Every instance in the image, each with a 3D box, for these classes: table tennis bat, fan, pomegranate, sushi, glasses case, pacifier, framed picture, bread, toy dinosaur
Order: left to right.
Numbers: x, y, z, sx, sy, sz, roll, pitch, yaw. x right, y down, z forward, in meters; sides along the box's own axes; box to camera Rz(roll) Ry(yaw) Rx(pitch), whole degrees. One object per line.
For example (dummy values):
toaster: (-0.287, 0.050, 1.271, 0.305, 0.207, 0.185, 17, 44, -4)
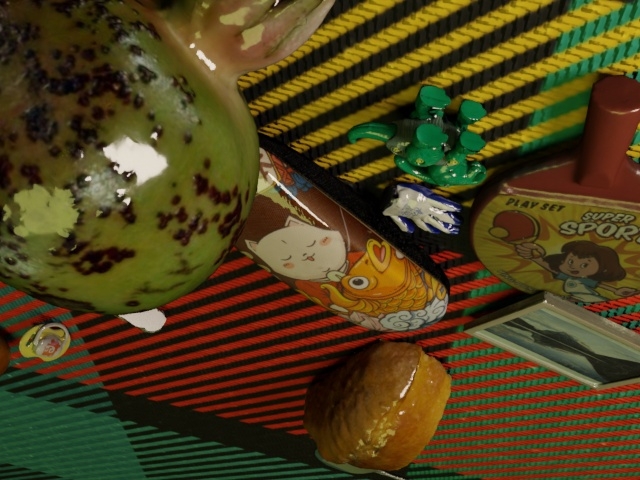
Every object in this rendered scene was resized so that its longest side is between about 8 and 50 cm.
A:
pacifier: (-0.425, 0.147, 1.285, 0.064, 0.068, 0.083, 33, -174, 40)
pomegranate: (-0.139, -0.114, 0.617, 0.341, 0.285, 0.285, -38, 126, 13)
sushi: (-0.253, 0.094, 1.145, 0.083, 0.044, 0.046, 33, 165, -22)
glasses case: (0.000, 0.000, 0.846, 0.321, 0.082, 0.122, 36, 144, -28)
fan: (0.074, 0.394, 1.471, 0.175, 0.005, 0.113, 21, 146, -6)
bread: (0.067, 0.239, 1.127, 0.129, 0.134, 0.260, 26, 146, -17)
toy dinosaur: (0.089, -0.080, 0.719, 0.132, 0.059, 0.096, 12, 153, -8)
framed picture: (0.283, 0.118, 0.938, 0.203, 0.015, 0.150, 24, 153, -18)
table tennis bat: (0.236, -0.029, 0.752, 0.200, 0.038, 0.310, 8, 150, 11)

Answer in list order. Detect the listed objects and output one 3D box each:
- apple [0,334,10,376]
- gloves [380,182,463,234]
apple: (-0.560, 0.191, 1.351, 0.114, 0.102, 0.099, 16, 146, -2)
gloves: (0.098, -0.027, 0.818, 0.086, 0.026, 0.064, 18, 149, -12)
